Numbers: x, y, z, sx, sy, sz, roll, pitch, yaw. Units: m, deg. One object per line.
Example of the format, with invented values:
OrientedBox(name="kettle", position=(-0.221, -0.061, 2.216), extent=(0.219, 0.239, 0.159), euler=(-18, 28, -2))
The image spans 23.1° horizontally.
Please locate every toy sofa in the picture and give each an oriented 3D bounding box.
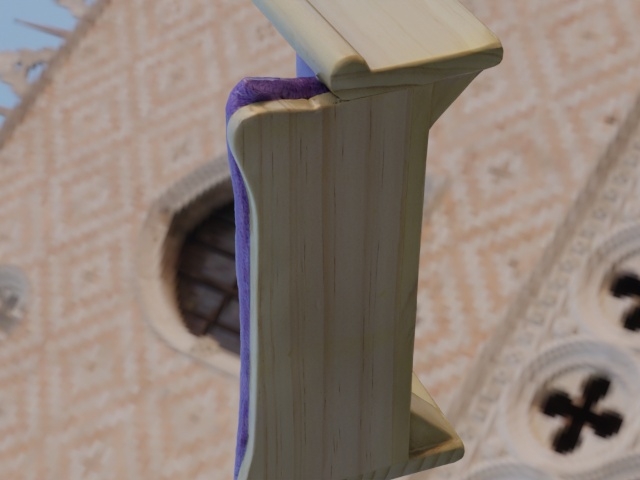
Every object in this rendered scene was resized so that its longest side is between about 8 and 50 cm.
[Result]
OrientedBox(name="toy sofa", position=(0.000, 0.000, 1.053), extent=(0.177, 0.150, 0.362), euler=(-14, -52, -18))
